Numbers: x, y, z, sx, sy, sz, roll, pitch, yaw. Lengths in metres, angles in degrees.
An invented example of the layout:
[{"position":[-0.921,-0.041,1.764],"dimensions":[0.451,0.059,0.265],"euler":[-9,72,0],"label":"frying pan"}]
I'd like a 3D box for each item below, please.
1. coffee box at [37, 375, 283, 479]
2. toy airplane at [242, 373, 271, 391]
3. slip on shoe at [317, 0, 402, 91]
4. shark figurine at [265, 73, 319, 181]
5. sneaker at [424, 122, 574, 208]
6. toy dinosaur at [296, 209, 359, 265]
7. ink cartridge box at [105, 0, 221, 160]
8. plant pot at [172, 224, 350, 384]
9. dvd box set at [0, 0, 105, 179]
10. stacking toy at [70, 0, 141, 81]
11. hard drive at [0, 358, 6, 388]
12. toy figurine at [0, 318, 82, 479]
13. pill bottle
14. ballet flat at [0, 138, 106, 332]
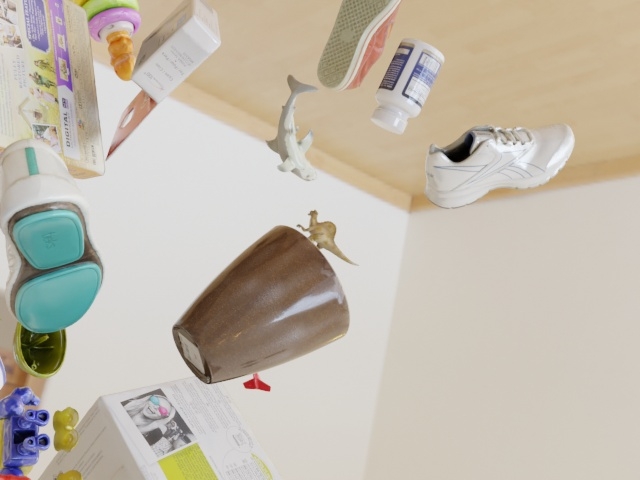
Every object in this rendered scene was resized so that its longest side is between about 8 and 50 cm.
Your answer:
[{"position":[-0.335,0.532,1.714],"dimensions":[0.334,0.338,0.337],"euler":[-3,139,-54],"label":"coffee box"},{"position":[-0.143,0.264,1.716],"dimensions":[0.151,0.028,0.151],"euler":[12,121,20],"label":"toy airplane"},{"position":[0.105,-0.465,1.706],"dimensions":[0.123,0.331,0.101],"euler":[39,-157,28],"label":"slip on shoe"},{"position":[-0.093,-0.279,2.082],"dimensions":[0.116,0.278,0.166],"euler":[11,-158,40],"label":"shark figurine"},{"position":[0.332,-0.158,1.501],"dimensions":[0.297,0.111,0.129],"euler":[-20,133,-4],"label":"sneaker"},{"position":[0.000,0.000,1.745],"dimensions":[0.093,0.183,0.053],"euler":[-34,149,-3],"label":"toy dinosaur"},{"position":[-0.278,-0.284,1.346],"dimensions":[0.066,0.261,0.296],"euler":[43,-169,-22],"label":"ink cartridge box"},{"position":[-0.110,0.122,1.282],"dimensions":[0.230,0.215,0.215],"euler":[-31,-176,-28],"label":"plant pot"},{"position":[-0.482,-0.270,1.219],"dimensions":[0.062,0.307,0.420],"euler":[-11,173,18],"label":"dvd box set"},{"position":[-0.411,-0.445,1.564],"dimensions":[0.166,0.301,0.175],"euler":[-16,169,-30],"label":"stacking toy"},{"position":[-0.485,0.064,0.797],"dimensions":[0.319,0.210,0.040],"euler":[-4,-157,17],"label":"hard drive"},{"position":[-0.518,0.299,1.290],"dimensions":[0.191,0.362,0.217],"euler":[9,149,-36],"label":"toy figurine"},{"position":[0.164,-0.297,1.571],"dimensions":[0.094,0.169,0.094],"euler":[26,179,0],"label":"pill bottle"},{"position":[-0.361,-0.002,1.073],"dimensions":[0.139,0.139,0.400],"euler":[14,152,-9],"label":"ballet flat"}]
